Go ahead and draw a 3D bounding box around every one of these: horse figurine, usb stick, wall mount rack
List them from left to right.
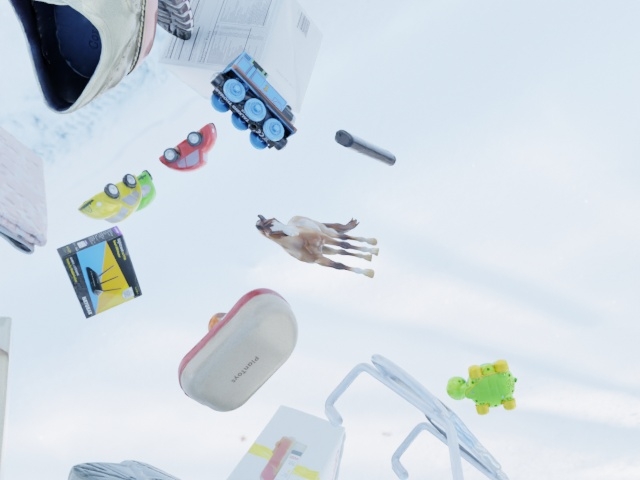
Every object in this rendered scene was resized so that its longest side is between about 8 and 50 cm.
[{"bbox_3d":[0.000,0.000,0.986,0.174,0.263,0.066,14,99,2],"label":"horse figurine"},{"bbox_3d":[0.141,-0.279,1.984,0.278,0.077,0.045,12,107,-54],"label":"usb stick"},{"bbox_3d":[0.163,0.304,0.844,0.130,0.304,0.350,-49,128,-9],"label":"wall mount rack"}]

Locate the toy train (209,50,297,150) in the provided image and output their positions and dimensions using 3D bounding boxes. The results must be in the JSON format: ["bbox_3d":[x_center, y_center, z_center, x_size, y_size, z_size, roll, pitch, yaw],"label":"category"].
[{"bbox_3d":[-0.118,-0.249,1.192,0.184,0.105,0.080,43,148,-20],"label":"toy train"}]

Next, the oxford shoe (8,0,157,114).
[{"bbox_3d":[-0.221,-0.290,0.602,0.140,0.147,0.397,14,138,2],"label":"oxford shoe"}]

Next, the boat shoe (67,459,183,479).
[{"bbox_3d":[-0.289,0.410,1.012,0.118,0.103,0.320,17,167,20],"label":"boat shoe"}]

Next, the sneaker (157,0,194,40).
[{"bbox_3d":[-0.264,-0.520,1.247,0.106,0.163,0.281,29,164,10],"label":"sneaker"}]

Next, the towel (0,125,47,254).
[{"bbox_3d":[-0.615,-0.156,1.121,0.053,0.317,0.332,-37,133,6],"label":"towel"}]

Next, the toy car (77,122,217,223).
[{"bbox_3d":[-0.271,-0.084,1.015,0.239,0.053,0.225,-39,-170,-26],"label":"toy car"}]

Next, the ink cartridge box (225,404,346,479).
[{"bbox_3d":[-0.101,0.551,1.261,0.160,0.384,0.279,17,115,16],"label":"ink cartridge box"}]

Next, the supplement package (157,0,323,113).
[{"bbox_3d":[-0.170,-0.421,1.427,0.262,0.198,0.199,14,173,25],"label":"supplement package"}]

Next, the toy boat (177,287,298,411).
[{"bbox_3d":[-0.152,0.176,1.151,0.231,0.151,0.151,-45,130,-1],"label":"toy boat"}]

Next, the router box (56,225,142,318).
[{"bbox_3d":[-0.474,0.069,1.409,0.133,0.046,0.179,-25,134,-22],"label":"router box"}]

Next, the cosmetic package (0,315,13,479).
[{"bbox_3d":[-0.383,0.232,0.612,0.160,0.310,0.113,2,146,-24],"label":"cosmetic package"}]

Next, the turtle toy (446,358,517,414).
[{"bbox_3d":[0.296,0.265,1.196,0.130,0.095,0.066,-12,-175,4],"label":"turtle toy"}]
